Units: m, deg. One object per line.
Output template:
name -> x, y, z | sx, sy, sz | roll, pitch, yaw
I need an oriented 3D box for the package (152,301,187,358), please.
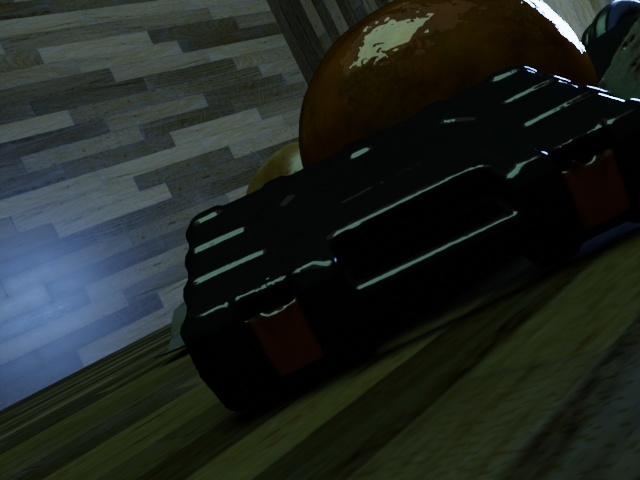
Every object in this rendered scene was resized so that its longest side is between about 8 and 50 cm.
package -> -0.124, 0.099, 1.110 | 0.204, 0.062, 0.251 | -26, 14, 10

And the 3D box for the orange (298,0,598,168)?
orange -> 0.118, -0.115, 0.716 | 0.284, 0.226, 0.284 | -21, -9, -3

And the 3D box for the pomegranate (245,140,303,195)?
pomegranate -> 0.001, -0.046, 1.029 | 0.209, 0.209, 0.209 | -26, 1, 0

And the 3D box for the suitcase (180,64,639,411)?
suitcase -> 0.050, -0.018, 0.479 | 0.285, 0.066, 0.206 | -26, 21, 0

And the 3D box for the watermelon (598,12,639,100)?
watermelon -> 0.383, -0.219, 0.620 | 0.305, 0.180, 0.224 | -59, 0, 28

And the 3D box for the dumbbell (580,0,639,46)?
dumbbell -> 0.357, -0.207, 1.112 | 0.179, 0.179, 0.406 | -27, 0, -33

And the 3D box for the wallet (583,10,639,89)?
wallet -> 0.264, -0.146, 0.891 | 0.377, 0.051, 0.197 | -34, 21, 19
